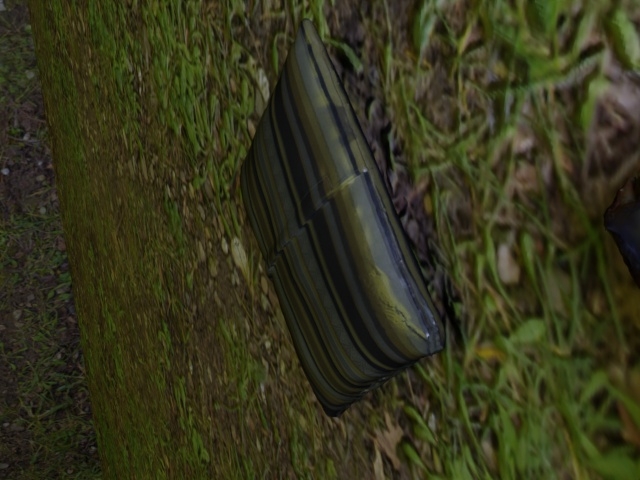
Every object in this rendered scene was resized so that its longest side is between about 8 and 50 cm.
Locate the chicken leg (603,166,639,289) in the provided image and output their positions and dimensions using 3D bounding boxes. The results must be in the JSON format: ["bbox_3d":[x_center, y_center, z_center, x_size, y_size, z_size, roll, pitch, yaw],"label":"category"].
[{"bbox_3d":[0.140,0.062,0.266,0.196,0.081,0.125,-113,31,-47],"label":"chicken leg"}]

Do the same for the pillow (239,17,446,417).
[{"bbox_3d":[0.000,0.000,0.623,0.212,0.052,0.208,125,126,-65],"label":"pillow"}]
